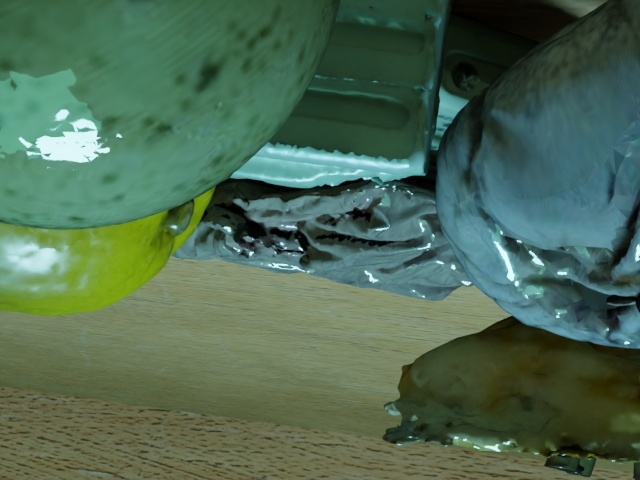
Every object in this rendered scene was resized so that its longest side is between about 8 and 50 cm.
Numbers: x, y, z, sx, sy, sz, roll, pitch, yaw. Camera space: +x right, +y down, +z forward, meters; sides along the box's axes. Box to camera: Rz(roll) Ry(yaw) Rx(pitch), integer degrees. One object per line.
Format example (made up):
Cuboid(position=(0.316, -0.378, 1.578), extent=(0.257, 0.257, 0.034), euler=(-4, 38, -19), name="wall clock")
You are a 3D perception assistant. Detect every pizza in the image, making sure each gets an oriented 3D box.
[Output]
Cuboid(position=(0.282, 0.072, 1.064), extent=(0.434, 0.080, 0.392), euler=(1, -175, 13), name="pizza")

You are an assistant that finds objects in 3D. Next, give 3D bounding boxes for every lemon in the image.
Cuboid(position=(-0.155, -0.050, 0.835), extent=(0.207, 0.170, 0.170), euler=(23, 167, -3), name="lemon")

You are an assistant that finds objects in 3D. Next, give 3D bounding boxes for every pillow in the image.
Cuboid(position=(0.000, 0.000, 0.907), extent=(0.135, 0.049, 0.248), euler=(13, 172, -38), name="pillow")

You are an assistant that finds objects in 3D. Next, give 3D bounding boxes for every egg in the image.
Cuboid(position=(-0.088, -0.094, 0.546), extent=(0.177, 0.177, 0.228), euler=(14, -179, -23), name="egg")

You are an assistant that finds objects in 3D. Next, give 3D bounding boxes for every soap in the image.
Cuboid(position=(-0.047, -0.088, 0.689), extent=(0.198, 0.115, 0.063), euler=(9, 169, 6), name="soap")

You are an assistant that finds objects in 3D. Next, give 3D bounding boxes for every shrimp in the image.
Cuboid(position=(0.168, -0.044, 0.607), extent=(0.116, 0.145, 0.343), euler=(-31, 179, -41), name="shrimp")

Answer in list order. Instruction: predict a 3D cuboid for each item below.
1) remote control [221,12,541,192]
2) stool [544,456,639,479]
Cuboid(position=(0.005, -0.060, 0.892), extent=(0.128, 0.066, 0.335), euler=(12, 168, -24), name="remote control")
Cuboid(position=(0.273, 0.138, 1.444), extent=(0.153, 0.139, 0.228), euler=(13, 171, -24), name="stool")
